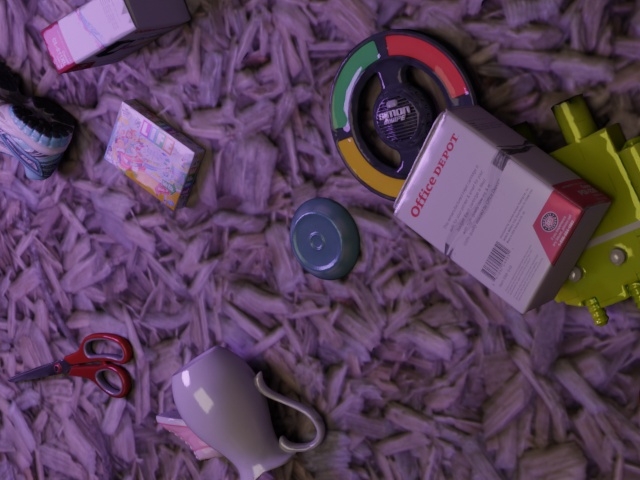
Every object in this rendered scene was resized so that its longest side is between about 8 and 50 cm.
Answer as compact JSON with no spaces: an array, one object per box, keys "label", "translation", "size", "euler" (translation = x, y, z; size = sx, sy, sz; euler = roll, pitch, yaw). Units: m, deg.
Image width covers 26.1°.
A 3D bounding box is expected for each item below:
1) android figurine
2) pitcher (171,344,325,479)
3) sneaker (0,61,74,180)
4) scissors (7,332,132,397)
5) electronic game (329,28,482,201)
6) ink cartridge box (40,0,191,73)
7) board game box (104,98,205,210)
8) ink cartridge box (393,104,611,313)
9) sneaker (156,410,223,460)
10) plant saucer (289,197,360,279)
[{"label":"android figurine","translation":[0.319,-0.031,1.684],"size":[0.248,0.056,0.273],"euler":[-23,87,37]},{"label":"pitcher","translation":[-0.107,0.249,2.029],"size":[0.177,0.125,0.207],"euler":[-33,93,16]},{"label":"sneaker","translation":[-0.522,-0.196,2.198],"size":[0.283,0.110,0.122],"euler":[37,124,22]},{"label":"scissors","translation":[-0.422,0.199,2.289],"size":[0.297,0.021,0.109],"euler":[3,106,36]},{"label":"electronic game","translation":[0.109,-0.161,1.799],"size":[0.229,0.048,0.229],"euler":[10,108,33]},{"label":"ink cartridge box","translation":[-0.295,-0.312,1.992],"size":[0.175,0.127,0.072],"euler":[-21,91,37]},{"label":"board game box","translation":[-0.251,-0.130,2.073],"size":[0.154,0.026,0.103],"euler":[35,119,23]},{"label":"ink cartridge box","translation":[0.215,-0.041,1.666],"size":[0.218,0.092,0.159],"euler":[38,119,23]},{"label":"sneaker","translation":[-0.199,0.305,2.137],"size":[0.134,0.051,0.070],"euler":[5,100,30]},{"label":"plant saucer","translation":[0.000,0.000,1.935],"size":[0.119,0.021,0.119],"euler":[9,107,33]}]
